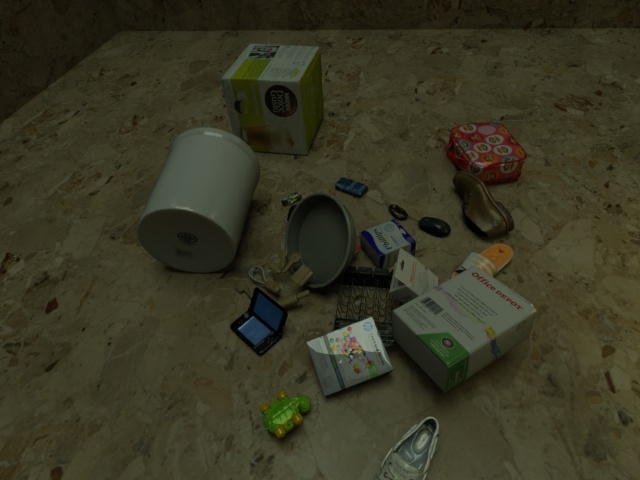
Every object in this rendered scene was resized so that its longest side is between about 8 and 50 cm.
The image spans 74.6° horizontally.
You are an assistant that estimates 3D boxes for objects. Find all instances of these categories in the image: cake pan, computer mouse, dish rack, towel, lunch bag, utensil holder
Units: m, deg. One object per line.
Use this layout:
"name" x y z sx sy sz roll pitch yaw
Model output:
"cake pan" 0.000 0.000 1.294 0.054 0.293 0.293 6 32 -43
"computer mouse" 0.344 -0.081 1.472 0.242 0.041 0.071 26 55 28
"dish rack" 0.143 0.191 1.212 0.208 0.074 0.272 3 48 10
"towel" 0.120 -0.209 1.625 0.119 0.029 0.067 23 52 25
"lunch bag" 0.626 -0.346 1.646 0.258 0.120 0.293 -8 46 -1
"utensil holder" -0.393 -0.134 1.400 0.327 0.328 0.386 0 47 5

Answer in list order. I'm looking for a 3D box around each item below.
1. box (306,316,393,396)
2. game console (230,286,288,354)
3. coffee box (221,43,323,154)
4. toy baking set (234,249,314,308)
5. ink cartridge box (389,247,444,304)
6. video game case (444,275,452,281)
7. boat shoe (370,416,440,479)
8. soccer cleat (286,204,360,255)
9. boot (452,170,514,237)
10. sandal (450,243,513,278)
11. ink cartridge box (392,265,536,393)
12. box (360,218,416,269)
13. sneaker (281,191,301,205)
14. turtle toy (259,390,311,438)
"box" 0.075 0.299 1.084 0.186 0.038 0.145 -20 67 -2
"game console" -0.178 0.227 1.194 0.144 0.085 0.124 33 57 32
"coffee box" -0.185 -0.616 1.832 0.334 0.338 0.338 7 47 12
"toy baking set" -0.141 0.134 1.298 0.256 0.030 0.197 -27 49 5
"ink cartridge box" 0.264 0.125 1.185 0.198 0.067 0.115 38 45 -19
"video game case" 0.457 0.122 1.287 0.122 0.011 0.087 -28 51 -20
"boat shoe" 0.173 0.493 0.897 0.098 0.096 0.277 25 53 25
"soccer cleat" 0.001 -0.027 1.428 0.116 0.109 0.318 -5 31 -39
"boot" 0.532 -0.131 1.466 0.115 0.112 0.305 -23 50 -2
"sandal" 0.494 0.066 1.274 0.265 0.076 0.102 -36 53 -26
"ink cartridge box" 0.349 0.208 1.041 0.278 0.117 0.201 -25 40 -18
"box" 0.219 0.011 1.374 0.137 0.072 0.126 -22 48 -14
"sneaker" -0.114 -0.159 1.603 0.083 0.031 0.035 -22 35 -21
"turtle toy" -0.080 0.418 1.014 0.130 0.066 0.095 -29 50 -21
